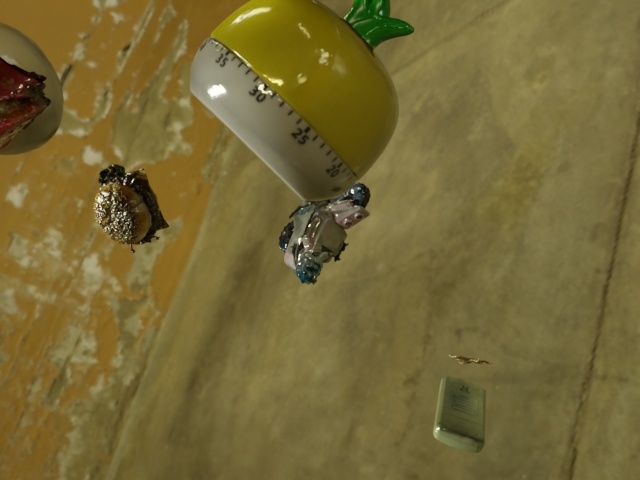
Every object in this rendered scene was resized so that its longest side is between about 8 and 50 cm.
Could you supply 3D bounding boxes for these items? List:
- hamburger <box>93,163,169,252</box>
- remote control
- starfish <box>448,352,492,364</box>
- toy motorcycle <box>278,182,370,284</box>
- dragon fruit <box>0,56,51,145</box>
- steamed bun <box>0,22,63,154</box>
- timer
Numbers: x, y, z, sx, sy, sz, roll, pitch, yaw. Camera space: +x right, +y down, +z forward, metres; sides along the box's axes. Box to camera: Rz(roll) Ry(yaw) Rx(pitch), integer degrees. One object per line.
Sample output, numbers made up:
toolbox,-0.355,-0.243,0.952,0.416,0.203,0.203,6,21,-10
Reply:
hamburger,-0.421,-0.069,1.699,0.164,0.189,0.093,-23,9,34
remote control,0.279,0.341,1.572,0.233,0.098,0.038,-54,-19,-69
starfish,0.318,0.255,1.680,0.092,0.086,0.016,124,161,-72
toy motorcycle,0.005,0.003,1.589,0.239,0.108,0.204,-46,29,40
dragon fruit,-0.497,-0.159,1.069,0.262,0.163,0.189,-29,44,22
steamed bun,-0.549,-0.238,1.305,0.232,0.232,0.145,-45,9,42
timer,0.001,-0.212,0.997,0.285,0.285,0.285,-50,25,34
